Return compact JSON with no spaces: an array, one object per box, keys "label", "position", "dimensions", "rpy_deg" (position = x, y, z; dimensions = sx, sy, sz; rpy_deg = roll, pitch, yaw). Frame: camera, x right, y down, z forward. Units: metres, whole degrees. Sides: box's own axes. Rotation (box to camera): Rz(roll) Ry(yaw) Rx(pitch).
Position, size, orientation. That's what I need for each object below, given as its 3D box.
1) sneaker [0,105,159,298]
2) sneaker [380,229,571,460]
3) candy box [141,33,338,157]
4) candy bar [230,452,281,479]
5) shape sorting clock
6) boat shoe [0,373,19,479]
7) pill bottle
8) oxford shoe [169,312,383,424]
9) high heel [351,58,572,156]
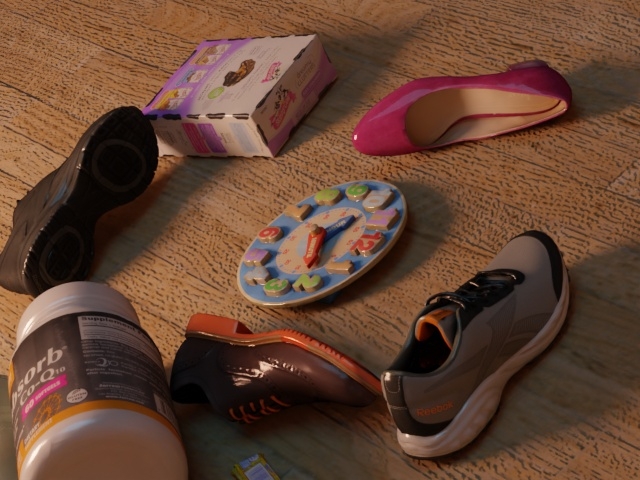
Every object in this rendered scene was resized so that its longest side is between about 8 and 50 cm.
[{"label":"sneaker","position":[-0.305,-0.053,2.252],"dimensions":[0.130,0.109,0.286],"rpy_deg":[0,48,46]},{"label":"sneaker","position":[0.148,0.079,1.741],"dimensions":[0.100,0.108,0.271],"rpy_deg":[2,42,41]},{"label":"candy box","position":[-0.103,-0.180,2.324],"dimensions":[0.196,0.070,0.165],"rpy_deg":[3,43,40]},{"label":"candy bar","position":[-0.041,0.243,1.735],"dimensions":[0.040,0.018,0.161],"rpy_deg":[-31,32,-10]},{"label":"shape sorting clock","position":[0.000,0.000,2.023],"dimensions":[0.206,0.040,0.206],"rpy_deg":[-19,33,13]},{"label":"boat shoe","position":[-0.319,0.230,1.921],"dimensions":[0.081,0.068,0.228],"rpy_deg":[6,30,-21]},{"label":"pill bottle","position":[-0.227,0.166,1.849],"dimensions":[0.162,0.162,0.278],"rpy_deg":[-27,32,2]},{"label":"oxford shoe","position":[-0.045,0.143,1.831],"dimensions":[0.271,0.097,0.098],"rpy_deg":[6,66,48]},{"label":"high heel","position":[0.156,-0.134,2.056],"dimensions":[0.244,0.082,0.117],"rpy_deg":[-14,23,-1]}]
